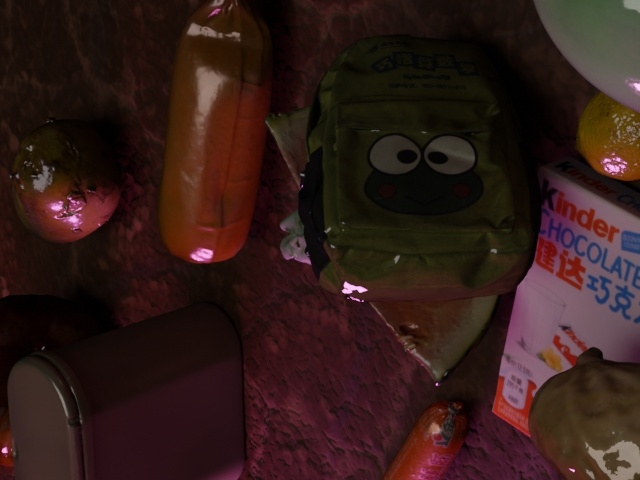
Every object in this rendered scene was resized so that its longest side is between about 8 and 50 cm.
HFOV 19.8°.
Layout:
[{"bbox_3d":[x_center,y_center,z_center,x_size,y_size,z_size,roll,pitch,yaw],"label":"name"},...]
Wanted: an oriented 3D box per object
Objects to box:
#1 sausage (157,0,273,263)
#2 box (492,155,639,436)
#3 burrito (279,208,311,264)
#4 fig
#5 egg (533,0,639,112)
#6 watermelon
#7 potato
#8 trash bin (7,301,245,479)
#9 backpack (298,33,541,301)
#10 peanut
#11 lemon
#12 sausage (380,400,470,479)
[{"bbox_3d":[-0.105,-0.129,1.875,0.112,0.112,0.328,36,129,36],"label":"sausage"},{"bbox_3d":[0.276,0.099,1.560,0.273,0.048,0.265,32,127,38],"label":"box"},{"bbox_3d":[-0.001,-0.003,1.853,0.118,0.044,0.074,-22,91,48],"label":"burrito"},{"bbox_3d":[-0.352,0.208,2.265,0.217,0.217,0.321,53,158,22],"label":"fig"},{"bbox_3d":[0.272,-0.191,1.310,0.269,0.220,0.220,45,135,31],"label":"egg"},{"bbox_3d":[0.094,-0.016,1.675,0.128,0.159,0.303,-39,67,19],"label":"watermelon"},{"bbox_3d":[-0.295,-0.069,2.113,0.137,0.137,0.176,66,162,6],"label":"potato"},{"bbox_3d":[-0.207,0.207,2.016,0.121,0.247,0.243,21,119,44],"label":"trash bin"},{"bbox_3d":[0.082,-0.061,1.584,0.140,0.207,0.253,96,173,-55],"label":"backpack"},{"bbox_3d":[0.290,0.200,1.438,0.291,0.143,0.159,52,147,16],"label":"peanut"},{"bbox_3d":[0.256,-0.092,1.483,0.111,0.082,0.082,-23,87,51],"label":"lemon"},{"bbox_3d":[0.073,0.273,1.866,0.053,0.053,0.348,50,137,24],"label":"sausage"}]
